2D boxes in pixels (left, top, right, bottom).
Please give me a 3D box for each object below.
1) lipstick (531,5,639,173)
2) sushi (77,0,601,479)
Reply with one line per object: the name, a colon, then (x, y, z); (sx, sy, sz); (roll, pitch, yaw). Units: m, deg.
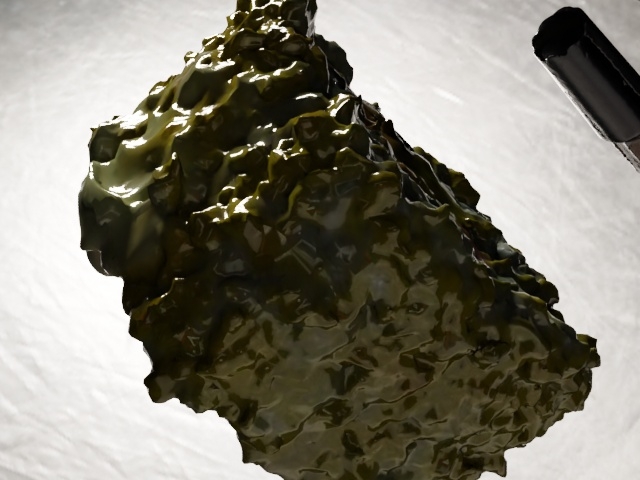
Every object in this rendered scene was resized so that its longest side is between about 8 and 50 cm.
lipstick: (0.381, -0.115, 1.104); (0.077, 0.418, 0.077); (-30, 40, 29)
sushi: (0.000, 0.000, 0.746); (0.240, 0.351, 0.397); (-41, 36, 12)
